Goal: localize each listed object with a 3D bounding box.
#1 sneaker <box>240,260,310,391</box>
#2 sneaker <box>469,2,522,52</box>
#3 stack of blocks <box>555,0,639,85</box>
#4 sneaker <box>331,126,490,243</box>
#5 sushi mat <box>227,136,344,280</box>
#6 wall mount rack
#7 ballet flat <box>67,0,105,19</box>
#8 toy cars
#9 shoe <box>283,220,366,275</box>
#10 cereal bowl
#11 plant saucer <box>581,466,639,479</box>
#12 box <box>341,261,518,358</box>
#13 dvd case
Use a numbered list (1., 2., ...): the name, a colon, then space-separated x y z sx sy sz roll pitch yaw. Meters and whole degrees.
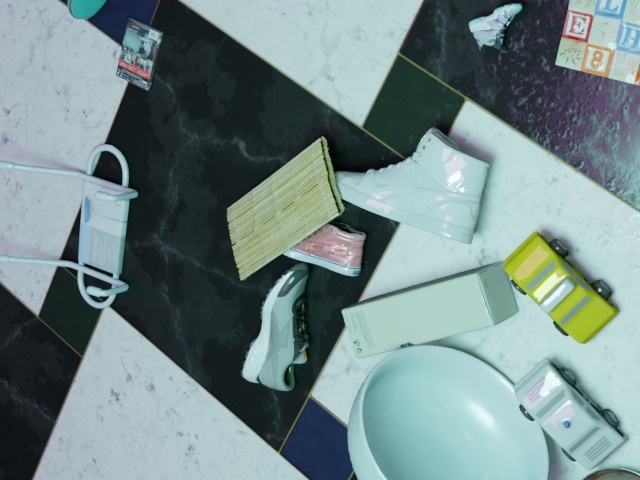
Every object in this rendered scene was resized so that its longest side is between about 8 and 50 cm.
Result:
1. sneaker: -0.058 0.158 2.138 0.108 0.100 0.272 24 117 15
2. sneaker: 0.288 -0.333 1.844 0.098 0.038 0.069 -20 90 44
3. stack of blocks: 0.508 -0.305 1.673 0.297 0.087 0.171 21 110 28
4. sneaker: 0.151 -0.113 1.948 0.292 0.108 0.169 20 96 32
5. sushi mat: -0.071 -0.052 2.075 0.316 0.019 0.151 -33 63 46
6. wall mount rack: -0.518 -0.031 2.367 0.304 0.130 0.350 17 107 29
7. ballet flat: -0.432 -0.550 2.250 0.247 0.083 0.087 -61 43 26
8. toy cars: 0.384 0.182 1.831 0.176 0.087 0.394 -4 98 17
9. shoe: 0.000 0.000 2.083 0.178 0.063 0.081 18 104 27
10. cereal bowl: 0.190 0.344 1.874 0.339 0.339 0.141 47 136 16
11. plant saucer: 0.489 0.443 1.870 0.168 0.029 0.169 8 105 31
12. box: 0.182 0.119 1.957 0.275 0.113 0.094 -17 90 35
13. dvd case: -0.354 -0.364 2.265 0.087 0.013 0.119 27 114 26
